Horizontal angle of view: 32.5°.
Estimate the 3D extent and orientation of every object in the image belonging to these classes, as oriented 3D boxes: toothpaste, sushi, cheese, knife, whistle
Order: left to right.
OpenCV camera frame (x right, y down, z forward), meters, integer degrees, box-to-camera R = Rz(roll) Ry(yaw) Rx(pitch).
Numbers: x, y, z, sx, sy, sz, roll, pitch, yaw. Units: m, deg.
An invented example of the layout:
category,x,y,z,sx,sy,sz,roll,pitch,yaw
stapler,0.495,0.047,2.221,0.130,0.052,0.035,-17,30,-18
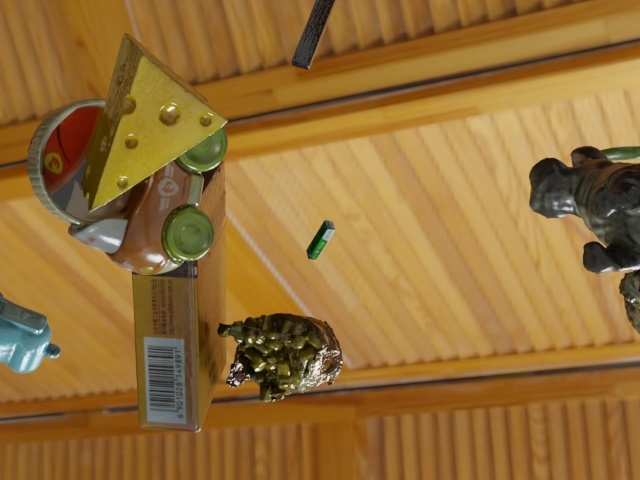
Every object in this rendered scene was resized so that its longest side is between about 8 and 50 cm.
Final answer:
category,x,y,z,sx,sy,sz,roll,pitch,yaw
whistle,-0.500,0.111,1.558,0.186,0.274,0.093,-84,-160,-59
cheese,-0.208,-0.113,1.197,0.126,0.171,0.093,36,8,-32
sushi,-0.075,0.198,1.925,0.179,0.296,0.167,-19,104,-30
toothpaste,0.000,0.000,1.823,0.017,0.083,0.020,5,50,-26
knife,0.462,-0.127,1.556,0.026,0.184,0.022,5,78,-73

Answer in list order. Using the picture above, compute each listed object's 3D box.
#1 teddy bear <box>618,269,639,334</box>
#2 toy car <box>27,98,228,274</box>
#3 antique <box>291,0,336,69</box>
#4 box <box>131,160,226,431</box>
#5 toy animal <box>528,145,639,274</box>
category,x,y,z,sx,sy,sz,roll,pitch,yaw
teddy bear,0.569,0.051,1.725,0.267,0.156,0.256,36,57,-13
toy car,-0.244,-0.075,1.320,0.235,0.145,0.235,-2,93,-30
antique,0.001,-0.349,1.685,0.015,0.031,0.192,79,30,-69
box,-0.238,0.083,1.891,0.264,0.115,0.415,-72,164,-67
toy animal,0.319,-0.028,1.082,0.168,0.343,0.106,-8,112,-27
